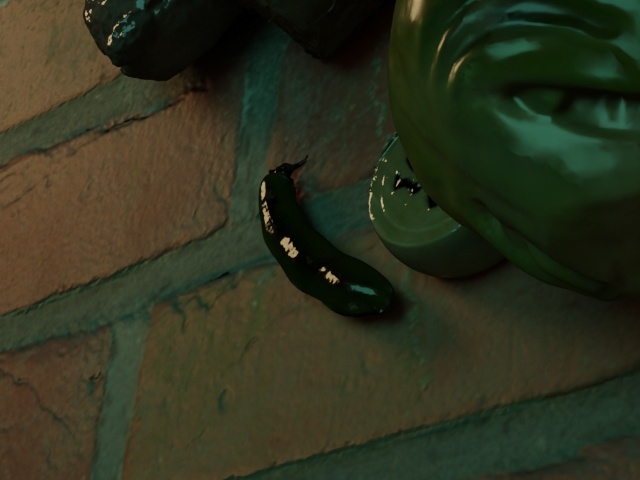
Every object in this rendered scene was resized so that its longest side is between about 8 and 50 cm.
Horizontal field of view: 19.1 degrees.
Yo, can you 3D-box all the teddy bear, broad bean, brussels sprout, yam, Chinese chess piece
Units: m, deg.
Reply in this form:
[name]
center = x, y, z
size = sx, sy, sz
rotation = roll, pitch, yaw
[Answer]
[teddy bear]
center = -0.106, -0.267, 1.718
size = 0.267, 0.151, 0.236
rotation = -40, 4, 11
[broad bean]
center = -0.004, 0.003, 1.502
size = 0.069, 0.039, 0.227
rotation = -41, 40, 7
[brussels sprout]
center = 0.192, -0.118, 1.215
size = 0.344, 0.268, 0.344
rotation = -19, 51, 25
[yam]
center = 0.029, -0.265, 1.594
size = 0.238, 0.129, 0.128
rotation = -47, 38, 7
[Chinese chess piece]
center = 0.102, -0.042, 1.413
size = 0.144, 0.058, 0.144
rotation = -26, 46, 30
